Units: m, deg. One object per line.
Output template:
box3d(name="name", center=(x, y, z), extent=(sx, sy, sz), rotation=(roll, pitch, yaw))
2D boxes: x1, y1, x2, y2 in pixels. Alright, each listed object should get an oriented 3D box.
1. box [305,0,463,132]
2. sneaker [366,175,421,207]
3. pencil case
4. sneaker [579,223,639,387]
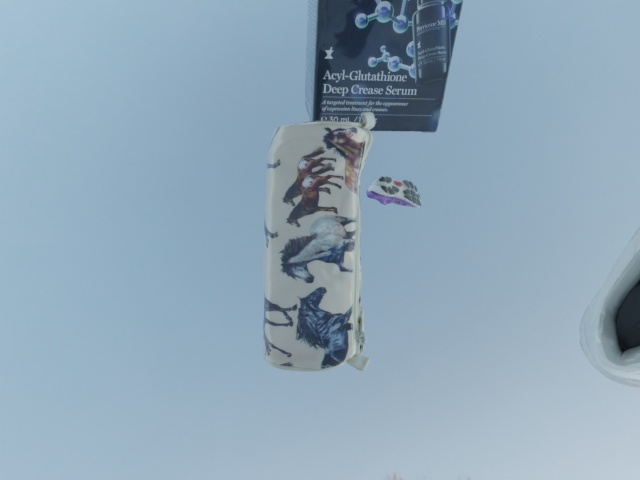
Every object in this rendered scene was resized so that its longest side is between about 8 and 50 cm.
box3d(name="box", center=(0.123, -0.459, 0.941), extent=(0.293, 0.212, 0.395), rotation=(-2, -57, -7))
box3d(name="sneaker", center=(0.188, -0.118, 1.094), extent=(0.170, 0.071, 0.068), rotation=(13, -118, -32))
box3d(name="pencil case", center=(0.000, 0.000, 0.698), extent=(0.183, 0.160, 0.410), rotation=(3, -84, 12))
box3d(name="sneaker", center=(0.299, -0.014, 0.311), extent=(0.111, 0.129, 0.297), rotation=(30, -81, 36))
